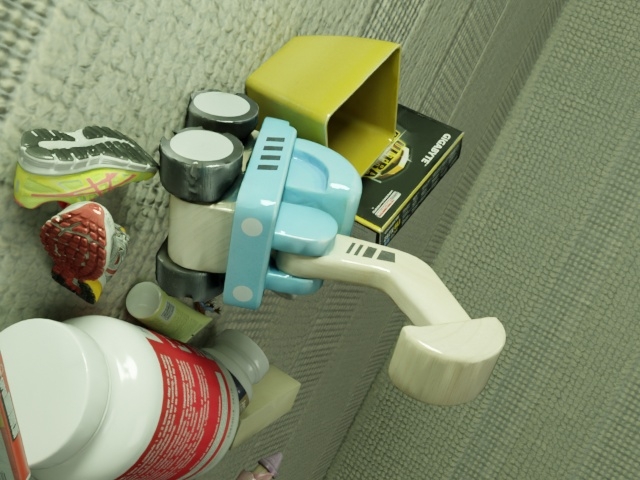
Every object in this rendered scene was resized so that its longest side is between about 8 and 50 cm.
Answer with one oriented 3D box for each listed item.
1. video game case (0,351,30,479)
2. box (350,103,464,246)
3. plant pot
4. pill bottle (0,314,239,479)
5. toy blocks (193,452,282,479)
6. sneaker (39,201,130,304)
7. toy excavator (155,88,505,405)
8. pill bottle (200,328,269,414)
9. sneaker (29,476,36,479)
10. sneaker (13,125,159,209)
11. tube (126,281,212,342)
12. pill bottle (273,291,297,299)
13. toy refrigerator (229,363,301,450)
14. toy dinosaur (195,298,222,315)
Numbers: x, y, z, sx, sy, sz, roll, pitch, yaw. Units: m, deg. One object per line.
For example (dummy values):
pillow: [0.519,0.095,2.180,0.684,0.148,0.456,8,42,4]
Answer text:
video game case: [-0.406,0.143,0.657,0.025,0.203,0.285,-79,180,-51]
box: [0.094,-0.151,1.324,0.322,0.257,0.079,-47,153,-31]
plant pot: [-0.003,-0.220,1.119,0.212,0.187,0.212,-49,155,-28]
pill bottle: [-0.292,0.236,0.965,0.229,0.229,0.408,-59,158,-8]
toy blocks: [-0.183,0.543,1.461,0.260,0.309,0.289,-42,169,-24]
sneaker: [-0.291,0.000,0.847,0.093,0.088,0.225,-59,-173,-28]
toy excavator: [0.000,0.000,0.902,0.433,0.444,0.223,-84,-175,-56]
pill bottle: [-0.227,0.304,1.295,0.265,0.153,0.153,-47,154,-33]
sneaker: [-0.419,0.369,1.029,0.094,0.091,0.258,-44,-172,22]
sneaker: [-0.287,-0.082,0.820,0.208,0.081,0.094,-9,135,-59]
tube: [-0.260,0.136,1.159,0.240,0.070,0.062,64,24,-66]
pill bottle: [-0.046,0.021,1.411,0.187,0.112,0.112,-53,157,-20]
toy refrigerator: [-0.165,0.396,1.611,0.269,0.102,0.094,-16,130,-62]
toy dinosaur: [-0.220,0.118,1.246,0.090,0.047,0.082,-53,141,6]
